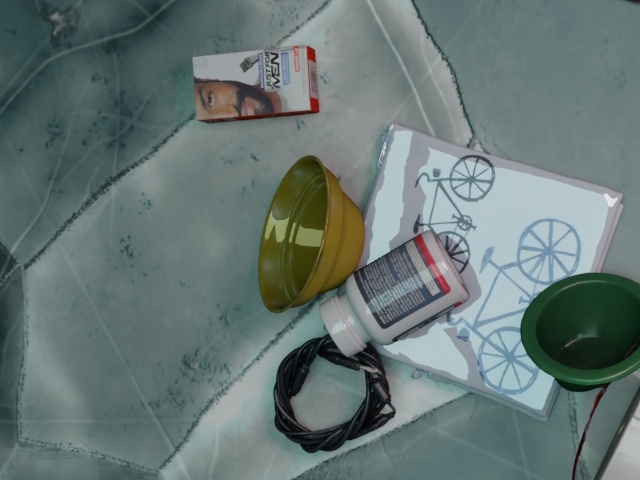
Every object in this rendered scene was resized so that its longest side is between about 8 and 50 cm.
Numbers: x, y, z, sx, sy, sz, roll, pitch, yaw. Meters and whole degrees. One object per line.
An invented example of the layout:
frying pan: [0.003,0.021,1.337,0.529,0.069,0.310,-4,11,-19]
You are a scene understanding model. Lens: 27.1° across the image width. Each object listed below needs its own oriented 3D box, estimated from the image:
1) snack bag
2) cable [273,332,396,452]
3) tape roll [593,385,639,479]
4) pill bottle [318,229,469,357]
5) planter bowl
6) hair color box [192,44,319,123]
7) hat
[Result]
snack bag: [0.197,0.040,1.793,0.342,0.037,0.323,19,94,14]
cable: [0.005,0.210,1.819,0.184,0.047,0.151,-26,94,24]
tape roll: [0.442,0.271,1.624,0.169,0.246,0.246,26,96,14]
pill bottle: [0.093,0.074,1.740,0.180,0.108,0.108,-30,83,8]
planter bowl: [0.000,0.000,1.791,0.090,0.217,0.217,13,94,-23]
hair color box: [-0.090,-0.217,1.858,0.167,0.053,0.093,-5,89,15]
hat: [0.346,0.173,1.726,0.208,0.184,0.173,-35,49,-18]
